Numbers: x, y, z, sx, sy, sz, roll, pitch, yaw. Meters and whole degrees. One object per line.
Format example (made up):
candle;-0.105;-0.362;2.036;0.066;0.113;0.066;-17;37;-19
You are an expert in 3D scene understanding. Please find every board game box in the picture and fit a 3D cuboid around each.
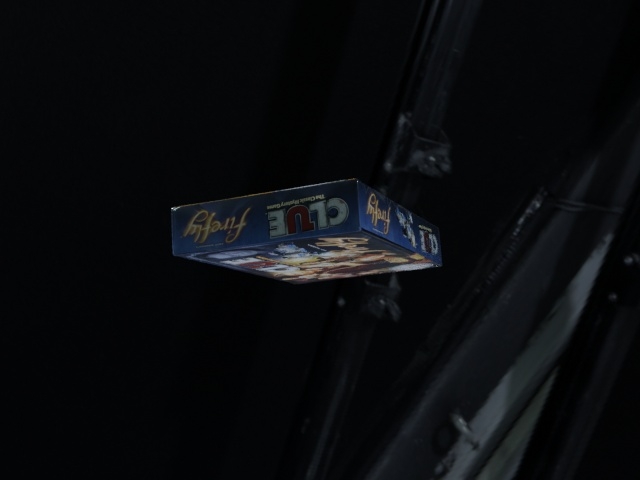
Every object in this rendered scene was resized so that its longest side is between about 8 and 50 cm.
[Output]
board game box;0.000;0.000;0.749;0.165;0.243;0.042;-8;-101;22
